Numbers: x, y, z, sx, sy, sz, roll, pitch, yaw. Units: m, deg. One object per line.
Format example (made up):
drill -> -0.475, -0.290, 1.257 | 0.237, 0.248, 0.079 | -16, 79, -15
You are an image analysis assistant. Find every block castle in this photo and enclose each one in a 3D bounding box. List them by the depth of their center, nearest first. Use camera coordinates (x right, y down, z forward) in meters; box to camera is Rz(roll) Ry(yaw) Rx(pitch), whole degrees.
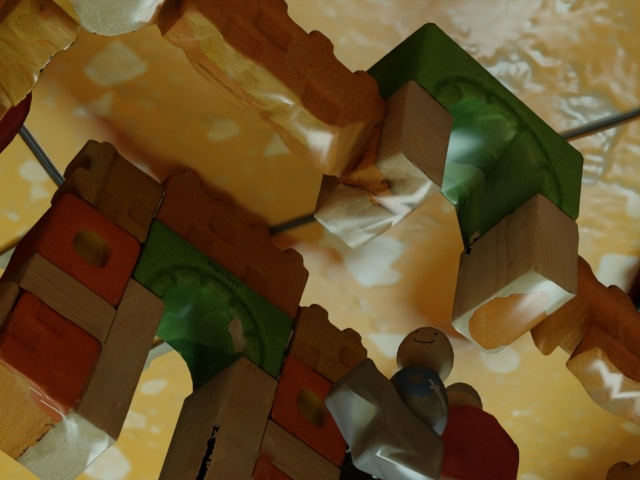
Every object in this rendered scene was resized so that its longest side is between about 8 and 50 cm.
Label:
block castle -> 0.000, 0.000, 0.804 | 0.453, 0.213, 0.303 | 38, 126, -19

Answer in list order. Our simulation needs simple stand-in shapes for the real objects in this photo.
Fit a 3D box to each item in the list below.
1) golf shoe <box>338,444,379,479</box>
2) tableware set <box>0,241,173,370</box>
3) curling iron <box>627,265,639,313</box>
golf shoe -> 0.039, 0.187, 1.077 | 0.093, 0.077, 0.198 | 15, 139, -21
tableware set -> -0.181, 0.069, 1.010 | 0.194, 0.039, 0.128 | -28, 123, 27
curling iron -> 0.226, -0.027, 0.870 | 0.035, 0.068, 0.274 | -4, 133, -28
